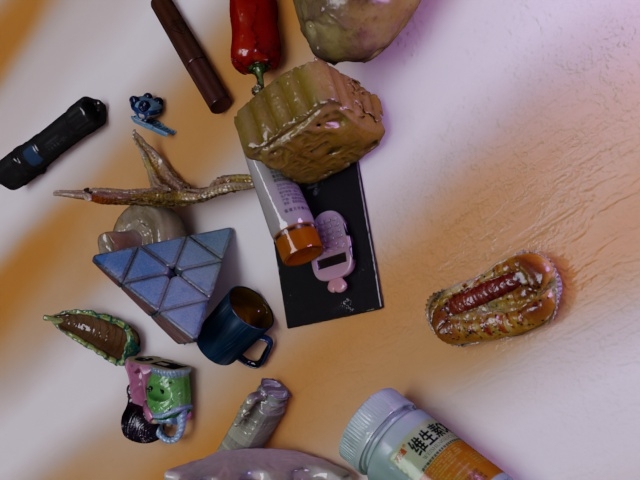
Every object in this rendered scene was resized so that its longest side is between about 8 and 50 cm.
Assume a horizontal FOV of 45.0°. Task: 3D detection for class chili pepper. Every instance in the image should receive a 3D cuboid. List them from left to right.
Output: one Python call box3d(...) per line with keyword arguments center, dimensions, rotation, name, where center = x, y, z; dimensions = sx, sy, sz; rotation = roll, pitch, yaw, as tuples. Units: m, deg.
box3d(center=(-0.144, -0.469, 1.647), dimensions=(0.110, 0.110, 0.388), rotation=(-17, 72, 35), name="chili pepper")

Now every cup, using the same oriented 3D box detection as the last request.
box3d(center=(-0.176, 0.196, 1.626), dimensions=(0.138, 0.113, 0.150), rotation=(-47, 60, 28), name="cup")

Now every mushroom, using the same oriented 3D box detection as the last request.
box3d(center=(-0.415, 0.010, 1.755), dimensions=(0.207, 0.215, 0.207), rotation=(0, 90, 32), name="mushroom")

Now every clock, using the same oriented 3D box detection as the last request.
box3d(center=(-0.380, 0.375, 1.782), dimensions=(0.194, 0.100, 0.196), rotation=(8, 94, 36), name="clock")

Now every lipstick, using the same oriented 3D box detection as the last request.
box3d(center=(-0.304, -0.439, 1.793), dimensions=(0.057, 0.057, 0.357), rotation=(-43, 64, 27), name="lipstick")

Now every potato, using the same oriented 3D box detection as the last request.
box3d(center=(0.049, -0.457, 1.422), dimensions=(0.300, 0.289, 0.237), rotation=(21, 122, 1), name="potato")

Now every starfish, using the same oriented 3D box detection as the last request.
box3d(center=(-0.359, -0.133, 1.694), dimensions=(0.398, 0.383, 0.132), rotation=(33, 124, 51), name="starfish")

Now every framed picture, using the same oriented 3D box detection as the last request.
box3d(center=(0.000, 0.000, 1.566), dimensions=(0.244, 0.013, 0.324), rotation=(-16, 78, 35), name="framed picture")

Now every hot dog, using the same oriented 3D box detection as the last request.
box3d(center=(0.290, 0.105, 1.303), dimensions=(0.252, 0.069, 0.131), rotation=(-25, 73, 35), name="hot dog")

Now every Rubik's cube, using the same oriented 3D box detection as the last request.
box3d(center=(-0.312, 0.113, 1.663), dimensions=(0.228, 0.228, 0.233), rotation=(-16, 86, 27), name="Rubik's cube")

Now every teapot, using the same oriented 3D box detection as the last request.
box3d(center=(-0.148, 0.380, 1.598), dimensions=(0.077, 0.107, 0.200), rotation=(42, 111, 35), name="teapot")

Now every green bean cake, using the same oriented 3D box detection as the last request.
box3d(center=(-0.015, -0.214, 1.449), dimensions=(0.229, 0.224, 0.131), rotation=(-30, 62, 26), name="green bean cake")

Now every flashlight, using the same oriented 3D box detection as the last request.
box3d(center=(-0.730, -0.262, 2.084), dimensions=(0.424, 0.103, 0.103), rotation=(-27, 72, 32), name="flashlight")

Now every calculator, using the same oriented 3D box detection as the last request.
box3d(center=(0.024, 0.023, 1.525), dimensions=(0.103, 0.024, 0.166), rotation=(-18, 75, 35), name="calculator")

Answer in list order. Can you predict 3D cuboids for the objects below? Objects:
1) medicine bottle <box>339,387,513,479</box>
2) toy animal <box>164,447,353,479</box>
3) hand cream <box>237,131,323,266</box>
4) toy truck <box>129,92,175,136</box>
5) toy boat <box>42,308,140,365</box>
box3d(center=(0.195, 0.400, 1.304), dimensions=(0.318, 0.158, 0.158), rotation=(34, 108, 33), name="medicine bottle")
box3d(center=(-0.136, 0.514, 1.489), dimensions=(0.266, 0.307, 0.188), rotation=(26, 119, 45), name="toy animal")
box3d(center=(-0.087, -0.106, 1.542), dimensions=(0.089, 0.139, 0.314), rotation=(-29, 65, 25), name="hand cream")
box3d(center=(-0.402, -0.304, 1.861), dimensions=(0.136, 0.063, 0.074), rotation=(27, 123, 34), name="toy truck")
box3d(center=(-0.557, 0.229, 1.928), dimensions=(0.292, 0.099, 0.109), rotation=(16, 96, 29), name="toy boat")
